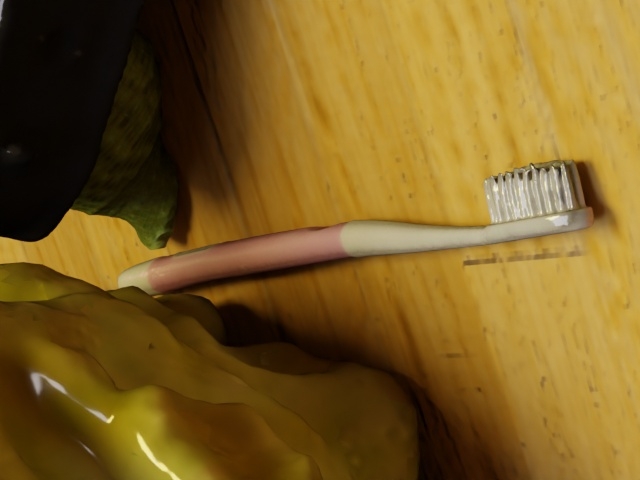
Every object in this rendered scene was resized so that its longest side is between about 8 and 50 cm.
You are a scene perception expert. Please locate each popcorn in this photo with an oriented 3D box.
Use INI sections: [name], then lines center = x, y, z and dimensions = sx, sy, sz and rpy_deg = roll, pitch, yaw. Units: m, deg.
[popcorn]
center = -0.103, 0.140, 0.712
dimensions = 0.312, 0.312, 0.312
rpy_deg = 29, 131, 40

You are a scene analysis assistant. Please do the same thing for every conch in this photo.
[conch]
center = -0.097, -0.050, 0.804
dimensions = 0.089, 0.074, 0.121
rpy_deg = 37, 159, 54

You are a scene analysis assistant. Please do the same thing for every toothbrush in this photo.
[toothbrush]
center = 0.000, 0.000, 0.736
dimensions = 0.286, 0.020, 0.025
rpy_deg = -11, 93, 53

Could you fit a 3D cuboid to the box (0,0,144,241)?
[box]
center = -0.163, -0.180, 0.749
dimensions = 0.289, 0.073, 0.290
rpy_deg = 39, 121, 35
